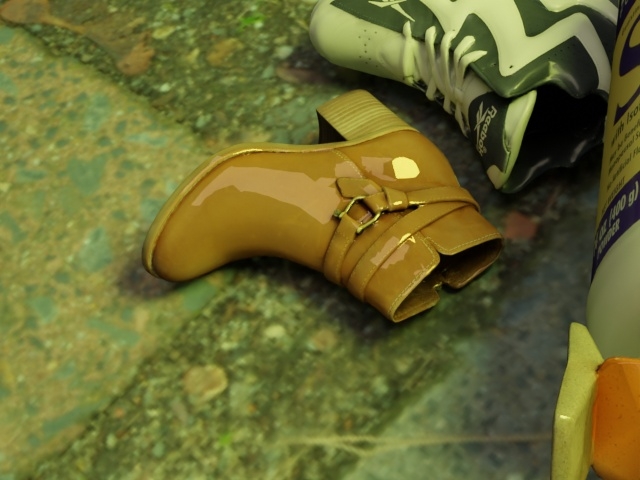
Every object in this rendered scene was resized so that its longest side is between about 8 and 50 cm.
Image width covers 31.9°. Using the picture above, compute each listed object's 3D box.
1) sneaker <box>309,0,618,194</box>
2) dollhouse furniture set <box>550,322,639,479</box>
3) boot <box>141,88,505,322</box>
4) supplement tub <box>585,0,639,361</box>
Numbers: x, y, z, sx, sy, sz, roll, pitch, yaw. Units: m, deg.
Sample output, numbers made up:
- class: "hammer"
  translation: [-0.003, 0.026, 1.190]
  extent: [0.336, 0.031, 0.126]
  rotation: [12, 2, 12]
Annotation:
- class: "sneaker"
  translation: [0.094, -0.103, 0.715]
  extent: [0.234, 0.094, 0.153]
  rotation: [11, 46, 10]
- class: "dollhouse furniture set"
  translation: [0.207, 0.164, 0.386]
  extent: [0.261, 0.259, 0.135]
  rotation: [4, 18, 18]
- class: "boot"
  translation: [0.000, 0.000, 0.690]
  extent: [0.197, 0.073, 0.152]
  rotation: [-35, 58, -7]
- class: "supplement tub"
  translation: [0.265, -0.066, 0.556]
  extent: [0.240, 0.241, 0.331]
  rotation: [3, 54, 17]
